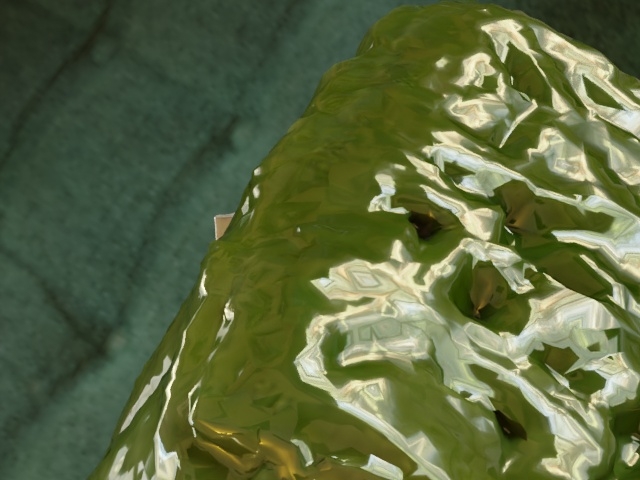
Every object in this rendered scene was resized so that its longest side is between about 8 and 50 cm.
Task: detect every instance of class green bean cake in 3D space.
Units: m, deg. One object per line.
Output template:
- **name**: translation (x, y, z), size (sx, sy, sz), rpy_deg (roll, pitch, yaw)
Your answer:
- **green bean cake**: translation (0.065, 0.062, 0.436), size (0.222, 0.248, 0.125), rpy_deg (32, 131, 3)

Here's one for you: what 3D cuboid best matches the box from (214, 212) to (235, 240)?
- **box**: translation (0.000, 0.000, 0.787), size (0.050, 0.117, 0.036), rpy_deg (-1, 95, 24)
